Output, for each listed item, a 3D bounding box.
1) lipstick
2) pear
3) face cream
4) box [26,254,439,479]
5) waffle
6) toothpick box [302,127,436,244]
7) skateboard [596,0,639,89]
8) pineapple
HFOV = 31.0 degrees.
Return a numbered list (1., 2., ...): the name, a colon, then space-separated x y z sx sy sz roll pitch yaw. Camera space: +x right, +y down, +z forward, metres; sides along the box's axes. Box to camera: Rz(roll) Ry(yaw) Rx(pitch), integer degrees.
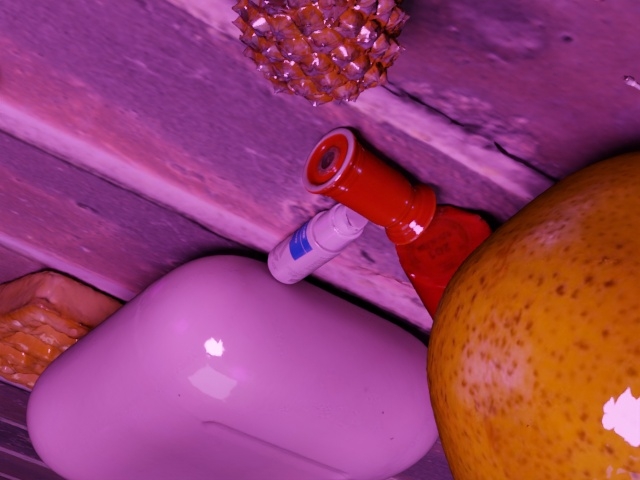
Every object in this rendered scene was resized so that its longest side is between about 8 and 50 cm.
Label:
1. lipstick: 0.129 0.069 0.877 0.073 0.073 0.279 4 152 24
2. pear: 0.197 0.086 0.638 0.294 0.294 0.294 13 156 6
3. face cream: 0.000 0.000 0.846 0.034 0.034 0.130 23 156 -17
4. box: -0.080 0.148 1.032 0.289 0.141 0.349 28 141 -26
5. waffle: -0.280 0.101 1.207 0.168 0.057 0.274 32 151 -31
6. toothpick box: 0.033 -0.033 0.741 0.083 0.047 0.047 32 151 -33
7. skateboard: 0.138 -0.092 0.505 0.032 0.083 0.064 28 154 -27
8. pineapple: -0.008 -0.131 0.503 0.103 0.083 0.221 40 165 18
